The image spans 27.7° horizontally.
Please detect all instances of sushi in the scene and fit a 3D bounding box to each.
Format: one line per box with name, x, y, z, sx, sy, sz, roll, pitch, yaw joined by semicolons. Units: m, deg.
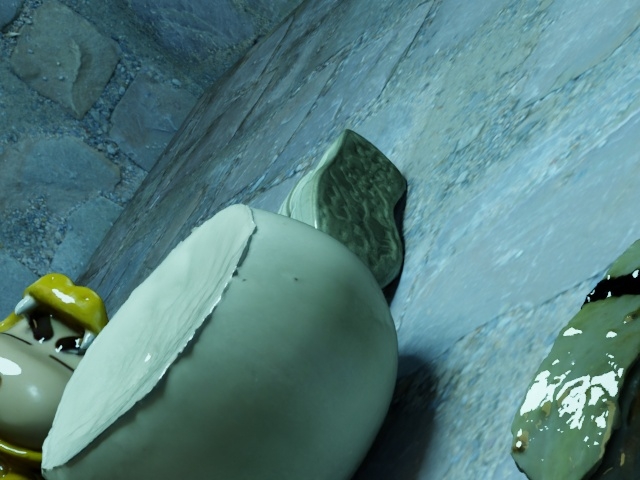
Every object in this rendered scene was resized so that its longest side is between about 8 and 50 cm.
sushi;0.193;0.052;0.702;0.273;0.109;0.134;-55;16;-18

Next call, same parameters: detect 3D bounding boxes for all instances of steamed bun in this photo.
steamed bun;-0.071;0.135;1.083;0.324;0.206;0.324;-44;18;19

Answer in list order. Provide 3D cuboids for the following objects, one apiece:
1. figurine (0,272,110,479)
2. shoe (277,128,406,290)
figurine;-0.348;0.258;1.496;0.387;0.268;0.401;-59;12;-21
shoe;0.000;0.000;1.390;0.159;0.124;0.316;-42;11;26
